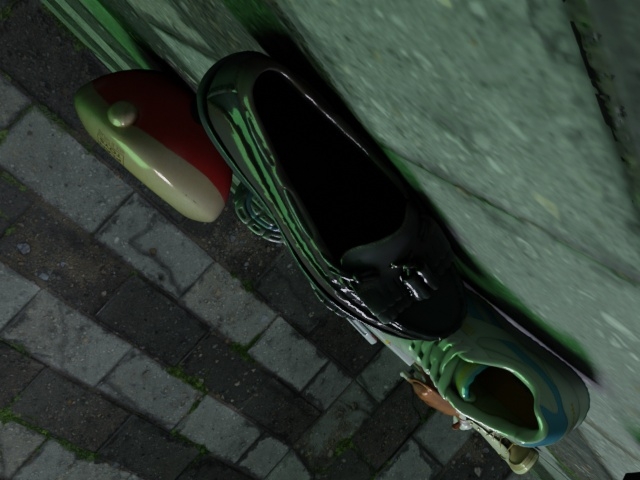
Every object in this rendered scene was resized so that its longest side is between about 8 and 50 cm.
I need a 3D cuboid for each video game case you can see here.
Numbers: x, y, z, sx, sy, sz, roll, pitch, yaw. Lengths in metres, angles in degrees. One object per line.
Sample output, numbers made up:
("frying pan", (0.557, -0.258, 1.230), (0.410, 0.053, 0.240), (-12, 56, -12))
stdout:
("video game case", (0.079, 0.141, 1.604), (0.143, 0.019, 0.157), (47, -157, -32))

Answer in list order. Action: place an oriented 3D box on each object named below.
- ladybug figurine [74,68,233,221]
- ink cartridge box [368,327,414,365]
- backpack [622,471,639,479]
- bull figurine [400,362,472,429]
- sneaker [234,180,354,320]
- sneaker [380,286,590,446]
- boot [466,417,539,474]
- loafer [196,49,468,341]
("ladybug figurine", (-0.273, -0.177, 1.247), (0.305, 0.162, 0.449), (42, 176, 2))
("ink cartridge box", (0.138, 0.173, 1.501), (0.175, 0.072, 0.127), (45, 176, -36))
("backpack", (0.327, 0.331, 0.635), (0.188, 0.144, 0.166), (59, 174, -2))
("bull figurine", (0.345, 0.441, 2.032), (0.188, 0.101, 0.310), (41, 176, 46))
("sneaker", (0.000, 0.000, 1.079), (0.297, 0.111, 0.129), (47, -169, -5))
("sneaker", (0.133, 0.103, 0.651), (0.228, 0.088, 0.092), (30, -160, 33))
("boot", (0.450, 0.490, 1.753), (0.165, 0.077, 0.213), (45, 178, -1))
("loafer", (0.022, -0.019, 0.547), (0.302, 0.109, 0.095), (48, 170, -19))
